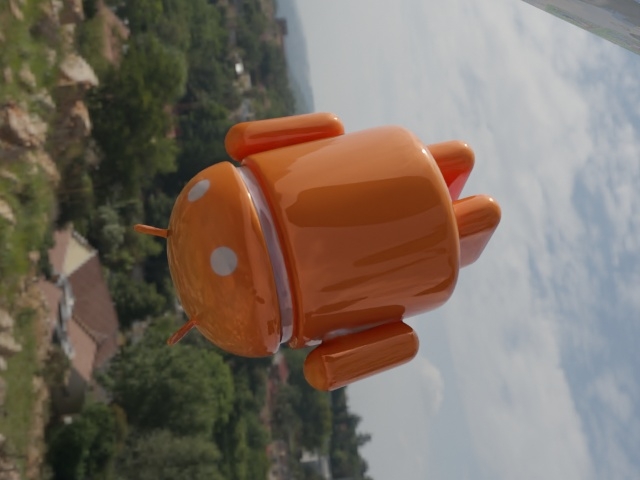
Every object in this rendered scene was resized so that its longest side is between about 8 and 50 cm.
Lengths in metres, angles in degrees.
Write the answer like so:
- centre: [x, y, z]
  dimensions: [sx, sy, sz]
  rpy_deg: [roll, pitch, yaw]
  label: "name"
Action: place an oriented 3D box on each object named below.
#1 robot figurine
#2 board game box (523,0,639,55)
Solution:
- centre: [0.001, 0.001, 0.584]
  dimensions: [0.128, 0.220, 0.158]
  rpy_deg: [-147, -135, -70]
  label: "robot figurine"
- centre: [0.098, -0.125, 0.385]
  dimensions: [0.039, 0.212, 0.160]
  rpy_deg: [-64, 179, 10]
  label: "board game box"
